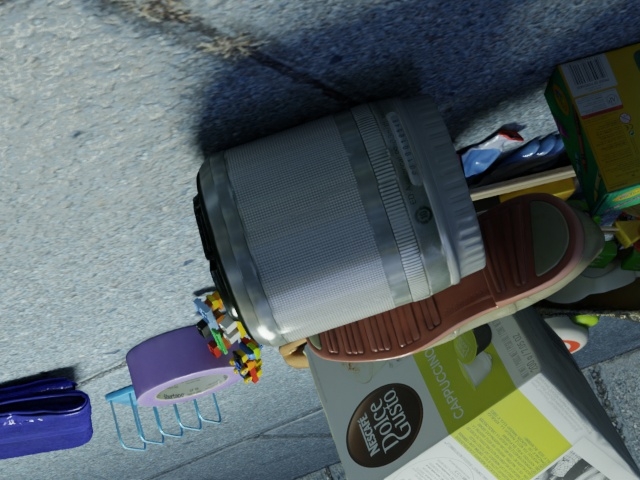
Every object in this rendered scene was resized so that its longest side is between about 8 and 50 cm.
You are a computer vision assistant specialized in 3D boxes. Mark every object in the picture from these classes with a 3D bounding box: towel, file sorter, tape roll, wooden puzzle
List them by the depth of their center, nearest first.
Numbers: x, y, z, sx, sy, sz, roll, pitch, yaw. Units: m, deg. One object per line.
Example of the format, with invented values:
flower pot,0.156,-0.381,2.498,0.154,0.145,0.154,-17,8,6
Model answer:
wooden puzzle,0.271,-0.054,1.689,0.238,0.044,0.221,-18,170,-1
tape roll,-0.222,0.207,1.987,0.189,0.080,0.189,-16,162,-5
towel,-0.502,0.302,2.032,0.227,0.076,0.308,-7,161,-11
file sorter,-0.284,0.310,2.198,0.170,0.104,0.118,-21,162,11

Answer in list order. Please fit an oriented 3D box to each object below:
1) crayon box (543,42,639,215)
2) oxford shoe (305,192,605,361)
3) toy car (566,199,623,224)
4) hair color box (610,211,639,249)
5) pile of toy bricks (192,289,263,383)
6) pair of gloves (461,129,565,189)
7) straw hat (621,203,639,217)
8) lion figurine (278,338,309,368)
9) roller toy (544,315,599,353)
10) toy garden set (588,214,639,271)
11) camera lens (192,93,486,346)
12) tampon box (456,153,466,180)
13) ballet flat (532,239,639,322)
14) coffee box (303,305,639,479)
crayon box,0.420,-0.150,1.377,0.278,0.165,0.081,-16,163,-5
oxford shoe,0.158,0.063,1.446,0.397,0.140,0.146,-19,163,32
toy car,0.448,-0.058,1.875,0.225,0.053,0.239,-20,162,7
hair color box,0.532,-0.033,1.868,0.141,0.043,0.072,-16,163,-7
pile of toy bricks,-0.118,0.122,1.830,0.105,0.118,0.212,-42,152,-18
pair of gloves,0.236,-0.100,1.592,0.198,0.023,0.159,1,155,-44
straw hat,0.473,-0.109,1.714,0.144,0.144,0.061,-23,-158,17
lion figurine,0.029,0.194,2.153,0.240,0.142,0.392,-19,150,30
roller toy,0.407,0.143,2.296,0.209,0.146,0.191,-2,159,-13
toy garden set,0.379,-0.006,1.760,0.244,0.049,0.204,5,168,5
camera lens,0.016,-0.022,1.283,0.274,0.219,0.219,-18,163,2
tampon box,0.102,-0.032,1.509,0.120,0.101,0.161,-1,158,-19
ballet flat,0.501,0.063,1.958,0.482,0.164,0.182,-7,178,30
coffee box,0.227,0.267,1.868,0.334,0.338,0.338,-37,127,12
